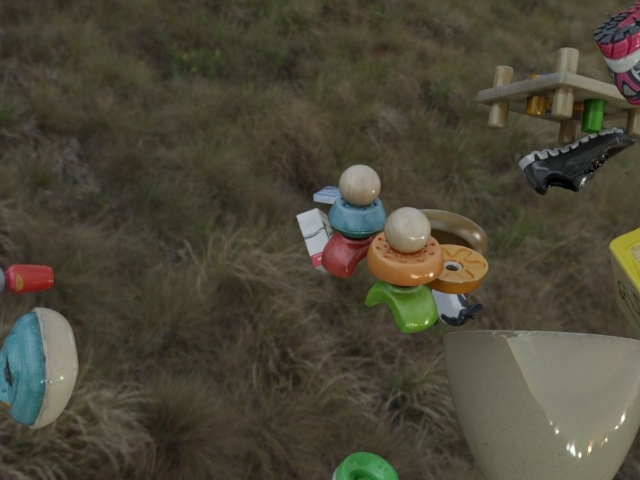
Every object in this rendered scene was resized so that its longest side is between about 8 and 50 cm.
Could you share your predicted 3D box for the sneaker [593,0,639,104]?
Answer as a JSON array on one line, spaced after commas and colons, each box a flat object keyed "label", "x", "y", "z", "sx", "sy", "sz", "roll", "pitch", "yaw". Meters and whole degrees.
[{"label": "sneaker", "x": 0.490, "y": -0.298, "z": 1.120, "sx": 0.299, "sy": 0.112, "sz": 0.121, "roll": -37, "pitch": 23, "yaw": -24}]

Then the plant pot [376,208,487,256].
[{"label": "plant pot", "x": 0.221, "y": 0.018, "z": 1.641, "sx": 0.236, "sy": 0.236, "sz": 0.032, "roll": 17, "pitch": 56, "yaw": -15}]

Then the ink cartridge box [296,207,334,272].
[{"label": "ink cartridge box", "x": 0.000, "y": 0.000, "z": 1.903, "sx": 0.099, "sy": 0.056, "sz": 0.135, "roll": 27, "pitch": 43, "yaw": -74}]

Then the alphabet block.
[{"label": "alphabet block", "x": 0.616, "y": 0.084, "z": 1.340, "sx": 0.197, "sy": 0.193, "sz": 0.192, "roll": 59, "pitch": 8, "yaw": -47}]

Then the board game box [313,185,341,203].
[{"label": "board game box", "x": 0.042, "y": -0.108, "z": 1.936, "sx": 0.090, "sy": 0.020, "sz": 0.090, "roll": 10, "pitch": 21, "yaw": 20}]

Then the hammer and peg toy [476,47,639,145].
[{"label": "hammer and peg toy", "x": 0.517, "y": -0.257, "z": 1.566, "sx": 0.361, "sy": 0.127, "sz": 0.266, "roll": 8, "pitch": -2, "yaw": -26}]

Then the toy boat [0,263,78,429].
[{"label": "toy boat", "x": -0.538, "y": 0.178, "z": 1.436, "sx": 0.148, "sy": 0.267, "sz": 0.318, "roll": -2, "pitch": 56, "yaw": -31}]

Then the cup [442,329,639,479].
[{"label": "cup", "x": 0.354, "y": 0.276, "z": 1.267, "sx": 0.331, "sy": 0.331, "sz": 0.237, "roll": 10, "pitch": 77, "yaw": -24}]

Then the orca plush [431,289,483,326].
[{"label": "orca plush", "x": 0.394, "y": 0.180, "z": 2.227, "sx": 0.102, "sy": 0.151, "sz": 0.287, "roll": 21, "pitch": -6, "yaw": -11}]

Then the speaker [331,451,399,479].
[{"label": "speaker", "x": 0.043, "y": 0.531, "z": 1.494, "sx": 0.131, "sy": 0.296, "sz": 0.131, "roll": 15, "pitch": 33, "yaw": -10}]

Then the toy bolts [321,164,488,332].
[{"label": "toy bolts", "x": 0.116, "y": -0.015, "z": 1.128, "sx": 0.218, "sy": 0.158, "sz": 0.228, "roll": -22, "pitch": 38, "yaw": -33}]

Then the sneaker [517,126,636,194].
[{"label": "sneaker", "x": 0.526, "y": -0.151, "z": 1.620, "sx": 0.078, "sy": 0.234, "sz": 0.106, "roll": 49, "pitch": 26, "yaw": -65}]
